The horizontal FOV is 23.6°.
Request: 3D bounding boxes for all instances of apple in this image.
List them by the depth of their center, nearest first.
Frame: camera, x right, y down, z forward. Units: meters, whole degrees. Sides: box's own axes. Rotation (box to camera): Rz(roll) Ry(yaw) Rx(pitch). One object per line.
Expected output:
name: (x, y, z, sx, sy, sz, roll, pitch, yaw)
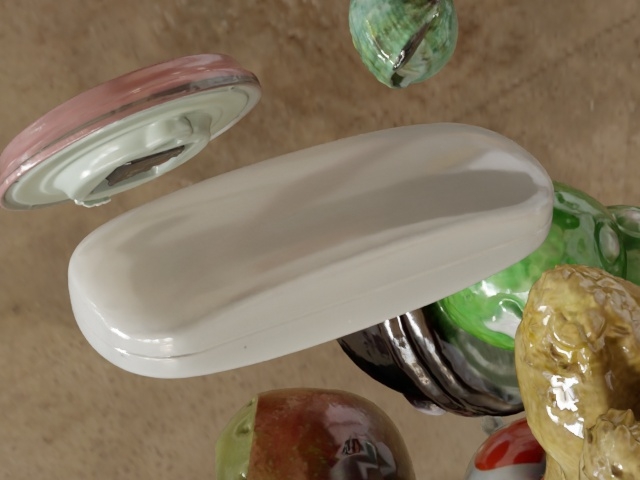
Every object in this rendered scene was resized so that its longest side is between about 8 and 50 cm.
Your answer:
apple: (-0.007, 0.223, 1.193, 0.174, 0.207, 0.188, -12, 47, 4)

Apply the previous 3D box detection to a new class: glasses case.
glasses case: (0.000, 0.000, 0.576, 0.193, 0.049, 0.074, -18, 41, -26)

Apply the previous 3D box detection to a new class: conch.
conch: (0.096, -0.253, 1.836, 0.122, 0.188, 0.175, 4, 72, 15)

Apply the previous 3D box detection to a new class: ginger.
ginger: (0.148, 0.129, 0.746, 0.236, 0.375, 0.166, 36, 76, -16)

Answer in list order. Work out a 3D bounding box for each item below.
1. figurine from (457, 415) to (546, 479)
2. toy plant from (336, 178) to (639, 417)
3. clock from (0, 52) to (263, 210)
figurine: (0.170, 0.200, 1.133, 0.160, 0.226, 0.183, 42, 87, -16)
toy plant: (0.118, 0.024, 0.983, 0.235, 0.218, 0.175, -13, 80, 42)
clock: (-0.162, -0.083, 1.306, 0.244, 0.244, 0.056, -25, 82, -4)
